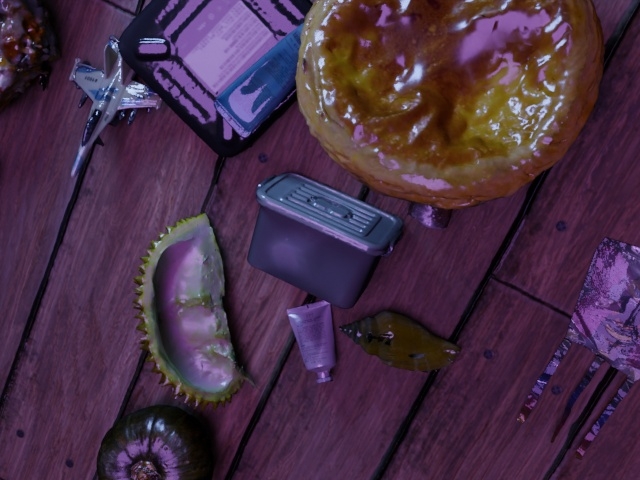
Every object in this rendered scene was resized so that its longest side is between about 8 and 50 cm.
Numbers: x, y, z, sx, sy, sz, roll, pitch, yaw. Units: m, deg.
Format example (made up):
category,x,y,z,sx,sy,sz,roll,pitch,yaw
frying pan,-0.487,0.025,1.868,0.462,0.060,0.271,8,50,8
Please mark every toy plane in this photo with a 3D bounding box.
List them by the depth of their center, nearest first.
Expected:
category,x,y,z,sx,sy,sz,roll,pitch,yaw
toy plane,-0.377,-0.229,1.350,0.192,0.088,0.262,21,91,13

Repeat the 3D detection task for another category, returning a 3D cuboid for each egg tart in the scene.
category,x,y,z,sx,sy,sz,roll,pitch,yaw
egg tart,0.179,-0.250,1.116,0.443,0.178,0.443,-3,76,12

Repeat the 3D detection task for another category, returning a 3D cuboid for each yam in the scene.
category,x,y,z,sx,sy,sz,roll,pitch,yaw
yam,0.188,-0.096,1.233,0.079,0.079,0.141,16,106,12

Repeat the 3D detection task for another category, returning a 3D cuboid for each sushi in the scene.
category,x,y,z,sx,sy,sz,roll,pitch,yaw
sushi,-0.662,-0.407,1.354,0.418,0.176,0.417,3,101,15

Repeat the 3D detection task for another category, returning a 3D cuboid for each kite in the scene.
category,x,y,z,sx,sy,sz,roll,pitch,yaw
kite,0.460,0.177,1.242,0.204,0.022,0.360,32,104,7

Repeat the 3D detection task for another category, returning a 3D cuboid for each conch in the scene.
category,x,y,z,sx,sy,sz,roll,pitch,yaw
conch,0.131,0.173,1.310,0.201,0.079,0.095,28,126,0

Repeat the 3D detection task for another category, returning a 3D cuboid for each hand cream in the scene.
category,x,y,z,sx,sy,sz,roll,pitch,yaw
hand cream,-0.070,-0.262,1.213,0.224,0.048,0.083,-41,95,19
hand cream,-0.006,0.183,1.366,0.084,0.053,0.142,-15,82,17

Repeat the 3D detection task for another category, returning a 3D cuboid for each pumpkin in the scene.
category,x,y,z,sx,sy,sz,roll,pitch,yaw
pumpkin,-0.307,0.417,1.437,0.224,0.157,0.223,0,89,4

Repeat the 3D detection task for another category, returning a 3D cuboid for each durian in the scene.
category,x,y,z,sx,sy,sz,roll,pitch,yaw
durian,-0.235,0.136,1.364,0.169,0.158,0.351,-12,94,6

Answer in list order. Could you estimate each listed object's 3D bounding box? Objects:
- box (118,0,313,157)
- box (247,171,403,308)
category,x,y,z,sx,sy,sz,roll,pitch,yaw
box,-0.149,-0.321,1.262,0.290,0.073,0.289,-42,95,13
box,0.000,0.000,1.269,0.243,0.163,0.135,24,115,9
